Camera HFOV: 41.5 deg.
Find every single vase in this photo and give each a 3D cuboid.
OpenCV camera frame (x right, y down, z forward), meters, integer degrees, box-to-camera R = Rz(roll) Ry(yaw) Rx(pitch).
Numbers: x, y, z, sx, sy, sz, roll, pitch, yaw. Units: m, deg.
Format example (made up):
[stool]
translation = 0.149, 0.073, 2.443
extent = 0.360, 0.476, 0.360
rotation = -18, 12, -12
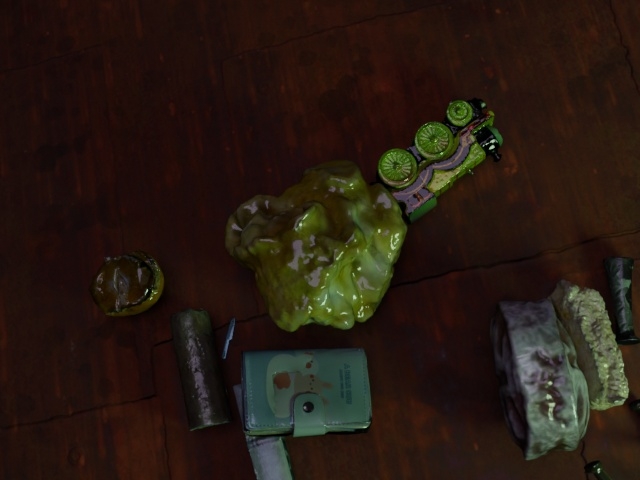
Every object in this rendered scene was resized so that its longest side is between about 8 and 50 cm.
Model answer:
[vase]
translation = 0.581, 0.117, 1.625
extent = 0.059, 0.059, 0.167
rotation = -3, 74, 11

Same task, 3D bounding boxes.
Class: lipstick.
[lipstick]
translation = -0.101, 0.420, 1.658
extent = 0.076, 0.077, 0.289
rotation = -15, 70, -2

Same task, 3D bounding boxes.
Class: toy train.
[toy train]
translation = 0.248, -0.170, 1.758
extent = 0.296, 0.100, 0.160
rotation = -38, 78, -2

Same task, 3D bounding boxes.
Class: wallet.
[wallet]
translation = -0.028, 0.295, 1.644
extent = 0.250, 0.075, 0.176
rotation = 0, 63, -9

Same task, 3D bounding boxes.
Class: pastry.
[pastry]
translation = 0.506, 0.197, 1.595
extent = 0.089, 0.121, 0.258
rotation = -4, 64, -16

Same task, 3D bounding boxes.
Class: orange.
[orange]
translation = -0.404, 0.095, 1.802
extent = 0.160, 0.112, 0.170
rotation = -53, 47, 5

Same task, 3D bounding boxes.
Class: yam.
[yam]
translation = -0.249, 0.259, 1.731
extent = 0.093, 0.093, 0.259
rotation = -17, 71, 6

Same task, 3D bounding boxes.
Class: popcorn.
[popcorn]
translation = 0.002, 0.012, 1.692
extent = 0.334, 0.293, 0.292
rotation = -21, 27, -25

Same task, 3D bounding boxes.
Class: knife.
[knife]
translation = -0.192, 0.206, 1.781
extent = 0.014, 0.005, 0.091
rotation = 8, 75, 15

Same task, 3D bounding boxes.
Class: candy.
[candy]
translation = 0.399, 0.246, 1.540
extent = 0.157, 0.214, 0.289
rotation = -9, 74, 5

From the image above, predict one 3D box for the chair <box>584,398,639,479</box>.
[chair]
translation = 0.713, 0.440, 1.330
extent = 0.365, 0.362, 0.410
rotation = -28, 82, 32
